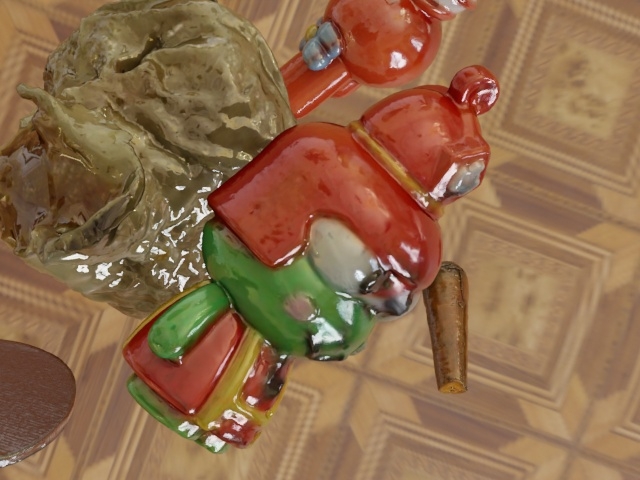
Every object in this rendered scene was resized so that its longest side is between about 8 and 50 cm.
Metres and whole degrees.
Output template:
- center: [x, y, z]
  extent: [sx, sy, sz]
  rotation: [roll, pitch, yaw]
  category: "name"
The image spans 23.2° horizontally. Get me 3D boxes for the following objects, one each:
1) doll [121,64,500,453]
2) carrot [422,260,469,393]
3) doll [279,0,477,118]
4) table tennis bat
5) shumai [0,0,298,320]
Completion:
- center: [0.000, 0.001, 1.189]
  extent: [0.363, 0.182, 0.160]
  rotation: [-43, 53, 5]
  category: "doll"
- center: [0.145, 0.098, 1.786]
  extent: [0.055, 0.055, 0.161]
  rotation: [3, 58, -6]
  category: "carrot"
- center: [0.066, -0.231, 1.705]
  extent: [0.290, 0.161, 0.130]
  rotation: [-35, 83, 18]
  category: "doll"
- center: [-0.244, 0.122, 1.020]
  extent: [0.130, 0.220, 0.019]
  rotation: [14, 119, 15]
  category: "table tennis bat"
- center: [-0.163, -0.025, 1.330]
  extent: [0.267, 0.262, 0.314]
  rotation: [10, 123, 15]
  category: "shumai"
